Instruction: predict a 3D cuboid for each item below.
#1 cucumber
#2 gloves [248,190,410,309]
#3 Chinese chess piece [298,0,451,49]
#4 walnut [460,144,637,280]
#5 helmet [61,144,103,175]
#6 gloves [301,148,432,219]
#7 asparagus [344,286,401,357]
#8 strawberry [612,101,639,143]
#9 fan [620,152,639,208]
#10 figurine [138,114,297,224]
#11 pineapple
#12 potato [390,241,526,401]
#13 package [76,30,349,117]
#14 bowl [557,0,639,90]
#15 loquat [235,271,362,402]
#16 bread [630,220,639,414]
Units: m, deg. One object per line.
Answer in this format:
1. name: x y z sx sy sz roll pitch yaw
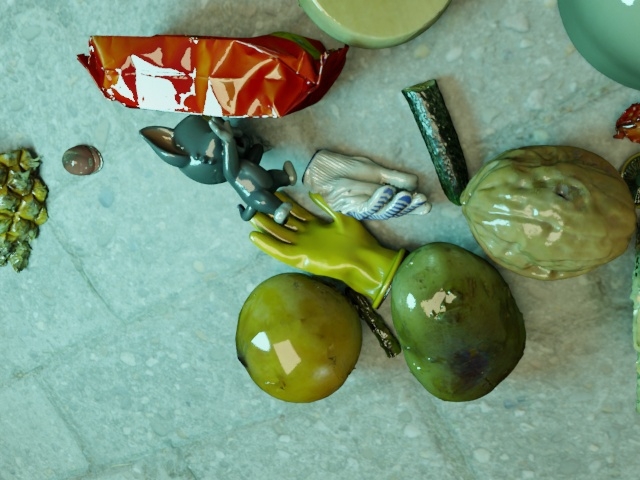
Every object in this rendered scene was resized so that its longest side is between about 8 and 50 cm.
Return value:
1. cucumber: 0.196 -0.154 0.856 0.058 0.052 0.214 -13 105 44
2. gloves: -0.001 0.001 0.936 0.295 0.133 0.116 29 127 6
3. Chinese chess piece: 0.077 -0.400 0.738 0.251 0.097 0.250 -2 105 -6
4. walnut: 0.330 -0.041 0.771 0.245 0.198 0.198 13 112 7
5. helmet: -0.504 -0.164 1.100 0.084 0.049 0.064 0 107 20
6. gloves: 0.079 -0.089 0.899 0.229 0.119 0.097 20 153 22
7. asparagus: 0.098 0.153 1.011 0.036 0.030 0.165 -35 95 37
8. strawberry: 0.504 -0.166 0.705 0.188 0.121 0.082 18 82 34
9. fan: 0.482 -0.062 0.737 0.039 0.155 0.082 2 130 -11
10. figurine: -0.143 -0.125 0.902 0.140 0.193 0.265 -40 87 27
11. pineapple: -0.770 -0.030 1.153 0.345 0.209 0.286 -9 105 21
12. potato: 0.219 0.133 0.855 0.210 0.173 0.307 -25 125 9
13. package: -0.161 -0.275 0.859 0.424 0.196 0.123 7 115 16
14. bowl: 0.474 -0.345 0.614 0.354 0.185 0.353 6 110 17
15. loquat: -0.039 0.173 0.956 0.235 0.235 0.234 6 110 17
16. bread: 0.583 0.102 0.703 0.316 0.248 0.278 10 117 30
